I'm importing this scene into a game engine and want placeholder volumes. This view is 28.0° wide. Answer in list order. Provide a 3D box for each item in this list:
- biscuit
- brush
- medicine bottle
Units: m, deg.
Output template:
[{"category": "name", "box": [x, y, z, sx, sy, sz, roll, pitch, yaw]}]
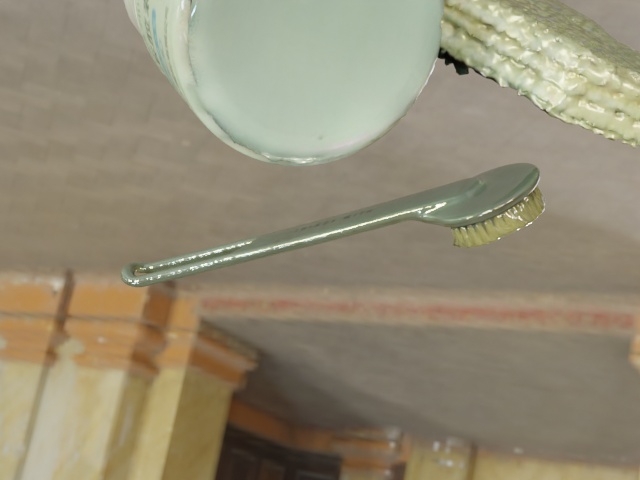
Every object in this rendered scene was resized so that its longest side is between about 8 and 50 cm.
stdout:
[{"category": "biscuit", "box": [0.169, -0.086, 0.710, 0.250, 0.046, 0.147, 20, -158, -14]}, {"category": "brush", "box": [0.000, 0.000, 0.722, 0.266, 0.062, 0.027, -13, 111, 27]}, {"category": "medicine bottle", "box": [-0.026, -0.123, 0.652, 0.135, 0.135, 0.168, 19, -165, -25]}]
